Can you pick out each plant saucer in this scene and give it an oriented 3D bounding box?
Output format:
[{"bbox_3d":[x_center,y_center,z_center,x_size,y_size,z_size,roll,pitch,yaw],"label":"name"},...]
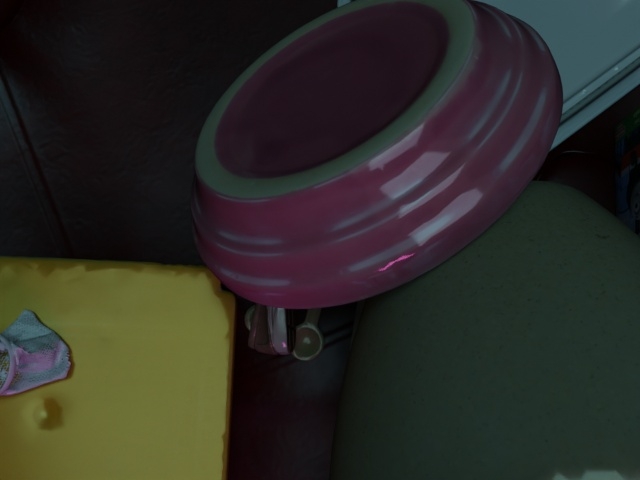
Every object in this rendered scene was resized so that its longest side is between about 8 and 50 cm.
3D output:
[{"bbox_3d":[0.023,-0.099,0.602,0.332,0.084,0.332,-21,40,19],"label":"plant saucer"}]

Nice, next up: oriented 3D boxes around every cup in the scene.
[{"bbox_3d":[0.156,0.095,0.574,0.331,0.331,0.236,-6,65,-4],"label":"cup"}]

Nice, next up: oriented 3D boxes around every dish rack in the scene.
[{"bbox_3d":[0.216,-0.253,0.764,0.333,0.072,0.285,-36,82,-9],"label":"dish rack"}]

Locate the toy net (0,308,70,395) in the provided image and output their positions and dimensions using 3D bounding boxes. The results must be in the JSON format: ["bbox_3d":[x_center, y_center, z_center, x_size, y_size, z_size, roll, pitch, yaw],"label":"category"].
[{"bbox_3d":[-0.335,0.096,0.616,0.232,0.045,0.122,12,69,-2],"label":"toy net"}]

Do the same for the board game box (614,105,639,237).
[{"bbox_3d":[0.321,-0.033,0.673,0.039,0.160,0.211,4,77,-1],"label":"board game box"}]

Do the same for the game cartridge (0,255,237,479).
[{"bbox_3d":[-0.242,0.157,0.664,0.324,0.052,0.285,3,77,-4],"label":"game cartridge"}]

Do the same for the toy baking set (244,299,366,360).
[{"bbox_3d":[0.007,-0.001,0.716,0.197,0.030,0.256,-14,79,-6],"label":"toy baking set"}]

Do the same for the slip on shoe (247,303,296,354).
[{"bbox_3d":[-0.044,0.038,0.680,0.041,0.051,0.135,1,92,14],"label":"slip on shoe"}]
